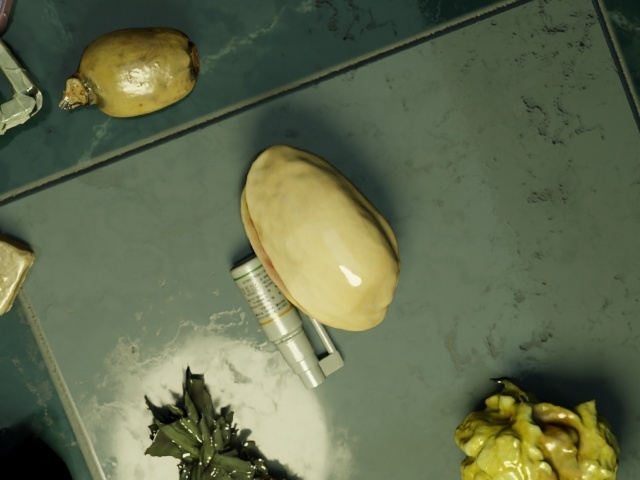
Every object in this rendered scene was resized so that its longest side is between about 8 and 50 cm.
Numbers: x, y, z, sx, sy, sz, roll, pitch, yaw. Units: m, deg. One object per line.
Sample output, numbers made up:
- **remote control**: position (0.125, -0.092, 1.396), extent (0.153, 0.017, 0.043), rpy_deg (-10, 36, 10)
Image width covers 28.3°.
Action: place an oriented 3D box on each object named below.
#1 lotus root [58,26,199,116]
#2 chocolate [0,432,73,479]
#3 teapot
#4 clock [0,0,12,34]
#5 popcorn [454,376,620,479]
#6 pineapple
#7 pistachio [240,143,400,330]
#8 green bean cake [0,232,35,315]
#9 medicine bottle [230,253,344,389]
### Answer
- **lotus root**: position (-0.285, -0.246, 1.872), extent (0.220, 0.118, 0.125), rpy_deg (-15, 77, -8)
- **chocolate**: position (-0.501, 0.510, 1.784), extent (0.331, 0.383, 0.384), rpy_deg (-17, 94, 5)
- **teapot**: position (-0.539, -0.209, 1.811), extent (0.221, 0.163, 0.178), rpy_deg (-27, 88, 23)
- **clock**: position (-0.506, -0.382, 1.872), extent (0.110, 0.050, 0.153), rpy_deg (15, 91, -6)
- **popcorn**: position (0.325, 0.318, 1.912), extent (0.249, 0.249, 0.225), rpy_deg (0, 79, -6)
- **pineapple**: position (-0.141, 0.365, 1.909), extent (0.165, 0.165, 0.364), rpy_deg (-43, 87, -3)
- **pistachio**: position (0.000, 0.000, 1.877), extent (0.187, 0.187, 0.299), rpy_deg (-42, 88, -3)
- **green bean cake**: position (-0.523, 0.028, 1.872), extent (0.179, 0.085, 0.109), rpy_deg (25, 93, -6)
- **medicine bottle**: position (-0.048, 0.118, 1.943), extent (0.092, 0.061, 0.221), rpy_deg (-32, 96, -23)
